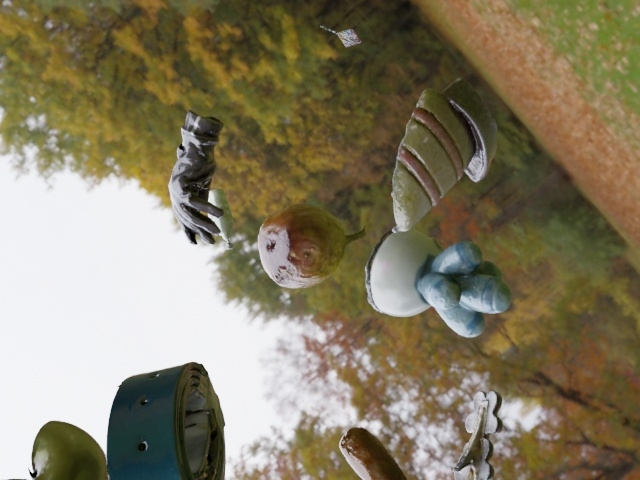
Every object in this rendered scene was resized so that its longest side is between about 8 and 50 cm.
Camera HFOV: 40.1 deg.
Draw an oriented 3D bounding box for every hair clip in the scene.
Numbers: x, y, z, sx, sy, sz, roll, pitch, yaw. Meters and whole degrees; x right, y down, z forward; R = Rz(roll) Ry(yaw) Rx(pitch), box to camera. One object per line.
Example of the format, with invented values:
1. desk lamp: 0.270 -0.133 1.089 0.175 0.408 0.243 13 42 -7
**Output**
1. hair clip: 0.370 0.474 2.064 0.075 0.257 0.146 27 154 -9

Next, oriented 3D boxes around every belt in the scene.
1. belt: -0.301 0.412 1.787 0.436 0.173 0.300 -100 -2 -81

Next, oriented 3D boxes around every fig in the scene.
1. fig: 0.000 0.000 1.673 0.257 0.159 0.159 -13 -121 -43

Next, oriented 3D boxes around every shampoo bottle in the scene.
1. shampoo bottle: -0.237 -0.045 2.116 0.045 0.077 0.152 -7 -115 -30

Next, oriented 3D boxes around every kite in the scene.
1. kite: 0.042 -0.392 1.655 0.078 0.044 0.002 34 -129 -23

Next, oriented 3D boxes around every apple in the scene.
1. apple: -0.582 0.568 1.915 0.233 0.295 0.258 33 151 33

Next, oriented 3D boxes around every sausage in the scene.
1. sausage: 0.144 0.511 1.773 0.302 0.076 0.103 58 -164 14

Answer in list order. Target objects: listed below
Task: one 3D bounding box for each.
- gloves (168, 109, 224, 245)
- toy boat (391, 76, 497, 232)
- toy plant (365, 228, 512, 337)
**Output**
1. gloves: -0.250 -0.125 1.780 0.142 0.119 0.286 -72 -16 -72
2. toy boat: 0.255 -0.189 1.817 0.111 0.293 0.276 24 138 41
3. toy plant: 0.303 0.105 2.097 0.332 0.247 0.247 14 166 40
